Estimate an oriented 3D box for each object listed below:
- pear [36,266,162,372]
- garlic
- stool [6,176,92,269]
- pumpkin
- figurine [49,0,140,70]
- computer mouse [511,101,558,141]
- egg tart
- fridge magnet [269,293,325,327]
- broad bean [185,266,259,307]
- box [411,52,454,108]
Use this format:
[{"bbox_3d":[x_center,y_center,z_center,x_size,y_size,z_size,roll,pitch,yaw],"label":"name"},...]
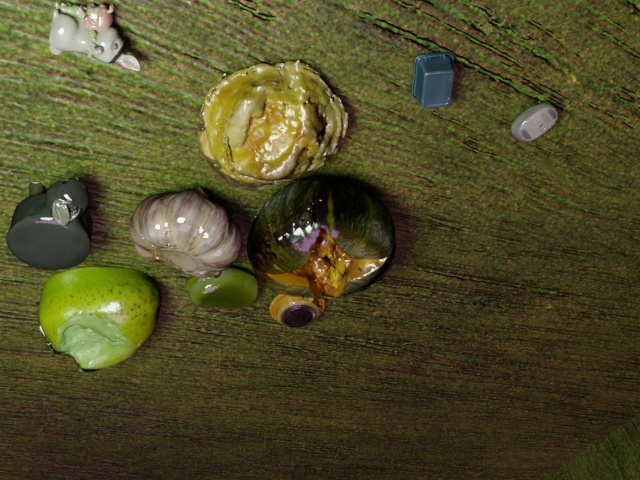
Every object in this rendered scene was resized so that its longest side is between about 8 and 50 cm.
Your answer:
[{"bbox_3d":[-0.489,0.184,1.579,0.293,0.159,0.292,-6,135,-6],"label":"pear"},{"bbox_3d":[-0.277,-0.025,1.394,0.245,0.160,0.245,7,153,4],"label":"garlic"},{"bbox_3d":[-0.521,-0.043,1.342,0.228,0.139,0.153,-31,133,21],"label":"stool"},{"bbox_3d":[0.000,0.000,1.420,0.321,0.192,0.320,-8,142,-6],"label":"pumpkin"},{"bbox_3d":[-0.363,-0.337,1.095,0.146,0.081,0.098,9,134,-18],"label":"figurine"},{"bbox_3d":[0.429,-0.242,1.350,0.096,0.039,0.066,-39,130,19],"label":"computer mouse"},{"bbox_3d":[-0.090,-0.196,1.262,0.297,0.132,0.297,-5,132,-6],"label":"egg tart"},{"bbox_3d":[-0.058,0.173,1.698,0.143,0.063,0.143,-7,136,-6],"label":"fridge magnet"},{"bbox_3d":[-0.235,0.110,1.601,0.175,0.082,0.124,-3,138,-20],"label":"broad bean"},{"bbox_3d":[0.214,-0.295,1.248,0.074,0.054,0.099,-7,137,-4],"label":"box"}]
